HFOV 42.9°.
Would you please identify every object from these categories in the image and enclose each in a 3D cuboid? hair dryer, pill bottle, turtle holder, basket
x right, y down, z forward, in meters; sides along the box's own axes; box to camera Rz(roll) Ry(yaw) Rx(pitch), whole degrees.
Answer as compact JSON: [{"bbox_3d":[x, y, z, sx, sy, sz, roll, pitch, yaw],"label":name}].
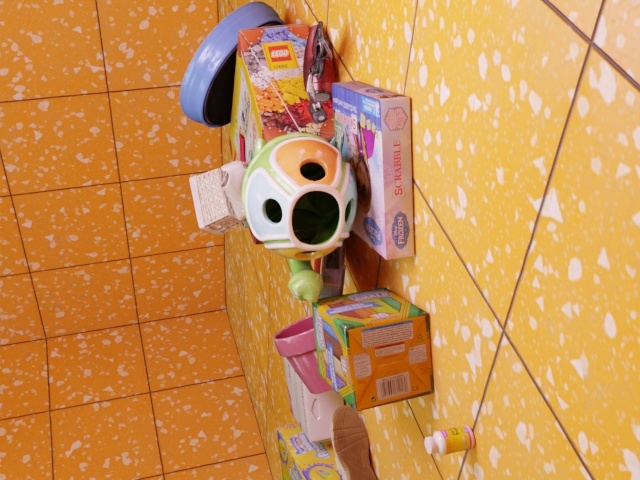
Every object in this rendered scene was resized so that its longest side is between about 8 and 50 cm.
[{"bbox_3d":[0.009,-0.421,1.885,0.293,0.080,0.223,-103,18,-56],"label":"hair dryer"},{"bbox_3d":[0.232,0.362,1.467,0.043,0.083,0.043,171,90,-75],"label":"pill bottle"},{"bbox_3d":[-0.049,-0.052,1.673,0.320,0.243,0.227,-61,23,12],"label":"turtle holder"},{"bbox_3d":[-0.295,-0.115,2.358,0.113,0.103,0.167,20,-129,-60],"label":"basket"}]

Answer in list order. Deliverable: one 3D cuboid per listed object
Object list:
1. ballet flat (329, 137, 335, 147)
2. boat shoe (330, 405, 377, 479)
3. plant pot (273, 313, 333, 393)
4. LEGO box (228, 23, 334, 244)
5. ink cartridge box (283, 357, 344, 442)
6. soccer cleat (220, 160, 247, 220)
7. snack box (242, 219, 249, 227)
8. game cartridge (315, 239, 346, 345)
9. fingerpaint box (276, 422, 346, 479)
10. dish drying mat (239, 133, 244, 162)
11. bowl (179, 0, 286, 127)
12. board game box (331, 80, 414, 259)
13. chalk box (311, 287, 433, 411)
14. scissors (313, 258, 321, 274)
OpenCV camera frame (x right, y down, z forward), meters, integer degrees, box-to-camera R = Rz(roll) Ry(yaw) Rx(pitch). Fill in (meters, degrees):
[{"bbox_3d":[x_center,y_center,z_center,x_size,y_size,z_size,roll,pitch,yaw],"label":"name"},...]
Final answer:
[{"bbox_3d":[0.045,-0.196,1.938,0.203,0.074,0.074,131,129,-64],"label":"ballet flat"},{"bbox_3d":[0.082,0.580,2.157,0.096,0.098,0.277,119,139,-66],"label":"boat shoe"},{"bbox_3d":[-0.003,0.302,2.179,0.180,0.201,0.201,68,167,-6],"label":"plant pot"},{"bbox_3d":[-0.113,-0.274,2.231,0.500,0.193,0.372,107,151,-60],"label":"LEGO box"},{"bbox_3d":[-0.019,0.456,2.440,0.283,0.117,0.207,-152,55,-73],"label":"ink cartridge box"},{"bbox_3d":[-0.237,-0.136,2.248,0.068,0.076,0.196,-115,21,-47],"label":"soccer cleat"},{"bbox_3d":[-0.187,-0.126,2.622,0.322,0.187,0.060,-131,36,-64],"label":"snack box"},{"bbox_3d":[0.030,0.055,1.948,0.355,0.068,0.230,-85,-4,-46],"label":"game cartridge"},{"bbox_3d":[0.014,0.791,2.415,0.445,0.163,0.371,-148,50,-71],"label":"fingerpaint box"},{"bbox_3d":[-0.214,-0.249,2.225,0.032,0.008,0.083,-120,26,-52],"label":"dish drying mat"},{"bbox_3d":[-0.235,-0.486,2.308,0.077,0.391,0.391,39,152,12],"label":"bowl"},{"bbox_3d":[0.105,-0.158,1.702,0.318,0.066,0.317,-135,39,-68],"label":"board game box"},{"bbox_3d":[0.092,0.210,1.712,0.289,0.180,0.179,-151,53,-68],"label":"chalk box"},{"bbox_3d":[0.000,0.000,1.937,0.109,0.021,0.297,90,-174,-62],"label":"scissors"}]
